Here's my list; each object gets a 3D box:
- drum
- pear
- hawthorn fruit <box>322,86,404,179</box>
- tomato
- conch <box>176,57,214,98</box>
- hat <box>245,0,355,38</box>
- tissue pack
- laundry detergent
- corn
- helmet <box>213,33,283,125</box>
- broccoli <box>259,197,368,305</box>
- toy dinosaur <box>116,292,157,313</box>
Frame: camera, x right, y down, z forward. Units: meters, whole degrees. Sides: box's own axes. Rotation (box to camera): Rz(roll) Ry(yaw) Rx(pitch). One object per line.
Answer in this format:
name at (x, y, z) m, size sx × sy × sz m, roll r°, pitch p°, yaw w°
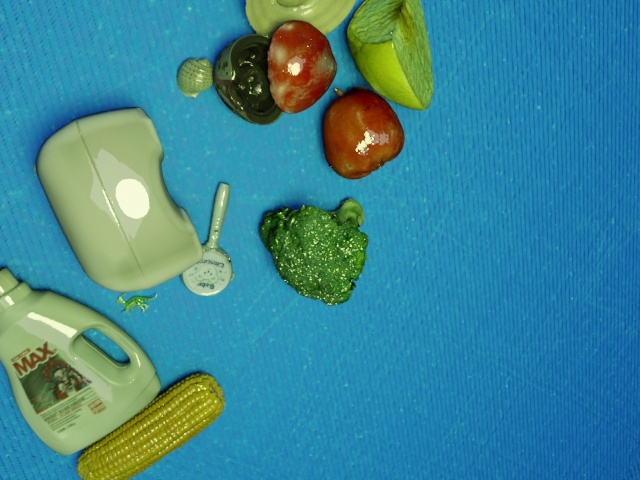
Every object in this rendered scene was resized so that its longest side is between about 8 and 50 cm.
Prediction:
drum at (-0.223, 0.008, 1.145) m, size 0.130 × 0.049 × 0.253 m, roll 27°, pitch 94°, yaw -23°
pear at (0.166, -0.398, 1.122) m, size 0.239 × 0.139 × 0.288 m, roll 47°, pitch 44°, yaw -37°
hawthorn fruit at (0.083, -0.245, 1.123) m, size 0.185 × 0.185 × 0.202 m, roll -27°, pitch 97°, yaw -11°
tomato at (-0.026, -0.351, 1.051) m, size 0.173 × 0.099 × 0.189 m, roll -47°, pitch 140°, yaw -44°
conch at (-0.257, -0.335, 1.044) m, size 0.076 × 0.056 × 0.085 m, roll 27°, pitch 93°, yaw -10°
hat at (-0.048, -0.525, 1.028) m, size 0.251 × 0.252 × 0.110 m, roll -18°, pitch 69°, yaw -14°
tissue pack at (-0.385, -0.071, 0.970) m, size 0.235 × 0.229 × 0.333 m, roll -23°, pitch 109°, yaw -14°
laundry detergent at (-0.538, 0.224, 1.056) m, size 0.263 × 0.124 × 0.398 m, roll -30°, pitch 109°, yaw -9°
corn at (-0.380, 0.435, 1.161) m, size 0.344 × 0.131 × 0.131 m, roll -34°, pitch 112°, yaw -6°
helmet at (-0.155, -0.328, 1.049) m, size 0.153 × 0.107 × 0.177 m, roll -54°, pitch 141°, yaw -31°
broccoli at (0.000, 0.000, 1.153) m, size 0.269 × 0.269 × 0.254 m, roll 3°, pitch 146°, yaw -20°
toy dinosaur at (-0.408, 0.131, 1.130) m, size 0.062 × 0.021 × 0.083 m, roll 42°, pitch 89°, yaw -11°
